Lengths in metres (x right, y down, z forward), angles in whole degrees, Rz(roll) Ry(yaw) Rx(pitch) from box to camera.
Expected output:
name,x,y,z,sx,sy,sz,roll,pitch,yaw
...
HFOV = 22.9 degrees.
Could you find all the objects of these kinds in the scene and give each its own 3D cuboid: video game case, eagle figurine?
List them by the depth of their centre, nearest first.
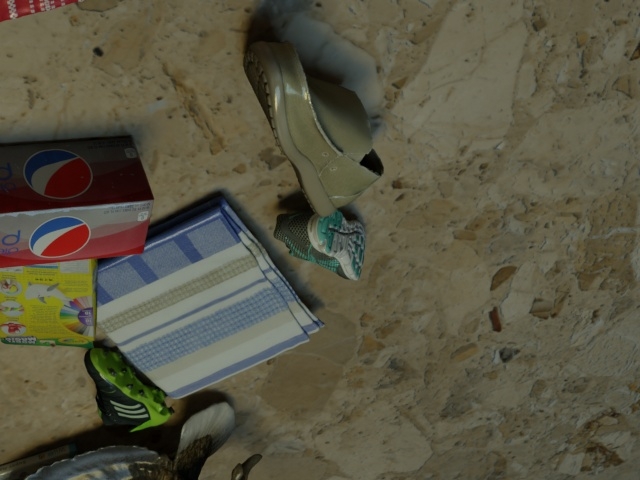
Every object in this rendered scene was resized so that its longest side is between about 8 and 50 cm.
name,x,y,z,sx,sy,sz,roll,pitch,yaw
eagle figurine,-0.223,0.337,1.936,0.298,0.225,0.226,-5,114,23
video game case,-0.370,0.309,1.954,0.166,0.015,0.119,-17,143,-7

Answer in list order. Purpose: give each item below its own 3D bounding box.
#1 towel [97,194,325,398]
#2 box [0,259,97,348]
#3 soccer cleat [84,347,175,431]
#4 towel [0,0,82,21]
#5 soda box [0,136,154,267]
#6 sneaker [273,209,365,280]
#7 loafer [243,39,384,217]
name,x,y,z,sx,sy,sz,roll,pitch,yaw
towel,-0.138,0.070,1.763,0.209,0.034,0.285,-26,141,8
box,-0.283,0.048,1.633,0.105,0.043,0.179,4,137,-5
soccer cleat,-0.235,0.179,1.828,0.072,0.060,0.179,-27,146,9
towel,-0.174,-0.288,1.305,0.274,0.031,0.199,-16,141,-11
soda box,-0.298,-0.031,1.506,0.263,0.092,0.083,-6,141,-21
sneaker,0.000,0.000,1.735,0.076,0.065,0.166,4,163,21
loafer,-0.002,-0.120,1.551,0.092,0.102,0.268,-25,152,2
